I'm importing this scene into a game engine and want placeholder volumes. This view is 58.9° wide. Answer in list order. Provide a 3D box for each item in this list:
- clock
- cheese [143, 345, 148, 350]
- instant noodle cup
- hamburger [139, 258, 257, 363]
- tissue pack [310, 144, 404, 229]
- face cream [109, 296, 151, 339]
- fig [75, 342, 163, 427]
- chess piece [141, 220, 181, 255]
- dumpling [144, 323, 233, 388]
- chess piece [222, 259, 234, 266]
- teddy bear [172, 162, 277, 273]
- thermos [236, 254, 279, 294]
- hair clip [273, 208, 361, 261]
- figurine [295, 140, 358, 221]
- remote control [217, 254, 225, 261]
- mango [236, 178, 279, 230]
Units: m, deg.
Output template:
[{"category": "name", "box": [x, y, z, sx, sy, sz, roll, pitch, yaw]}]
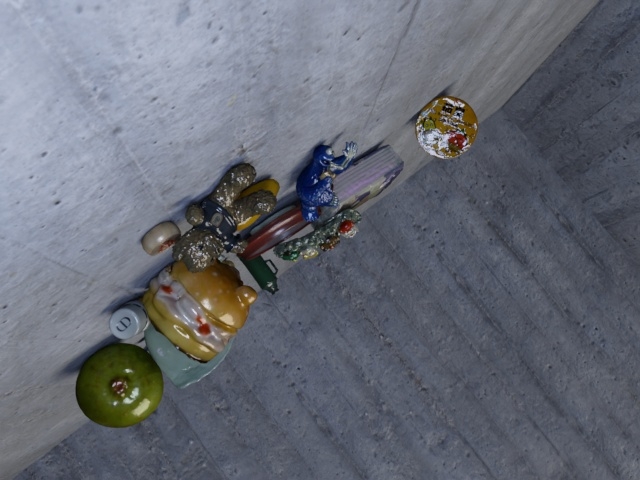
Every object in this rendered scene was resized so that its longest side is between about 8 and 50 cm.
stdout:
[{"category": "clock", "box": [-0.136, -0.044, 1.822, 0.318, 0.080, 0.318, -32, 177, -2]}, {"category": "cheese", "box": [-0.571, 0.338, 2.159, 0.250, 0.064, 0.156, -40, 173, -7]}, {"category": "instant noodle cup", "box": [0.453, -0.408, 2.050, 0.215, 0.216, 0.172, -40, -178, 15]}, {"category": "hamburger", "box": [-0.305, 0.150, 1.481, 0.237, 0.276, 0.276, -47, 173, 3]}, {"category": "tissue pack", "box": [0.109, -0.183, 2.011, 0.343, 0.125, 0.242, -32, 173, -29]}, {"category": "face cream", "box": [-0.494, 0.196, 1.570, 0.143, 0.089, 0.314, -39, -175, 3]}, {"category": "fig", "box": [-0.638, 0.454, 1.794, 0.258, 0.258, 0.326, -35, -170, -24]}, {"category": "chess piece", "box": [-0.330, -0.004, 1.176, 0.083, 0.038, 0.083, -38, 176, -3]}, {"category": "dumpling", "box": [-0.391, 0.279, 1.706, 0.270, 0.321, 0.212, -29, 161, -27]}, {"category": "chess piece", "box": [-0.321, 0.094, 1.862, 0.066, 0.066, 0.122, -39, 180, 5]}, {"category": "teddy bear", "box": [-0.210, -0.043, 1.202, 0.251, 0.182, 0.129, -49, -144, -4]}, {"category": "thermos", "box": [-0.206, 0.103, 1.974, 0.083, 0.188, 0.073, -34, 173, -22]}, {"category": "hair clip", "box": [0.000, 0.002, 1.927, 0.321, 0.091, 0.138, -29, 164, 13]}, {"category": "figurine", "box": [-0.005, -0.172, 1.549, 0.164, 0.120, 0.262, -42, 160, -41]}, {"category": "remote control", "box": [-0.367, 0.096, 1.733, 0.166, 0.029, 0.065, -38, 175, -1]}, {"category": "mango", "box": [-0.165, -0.086, 1.360, 0.190, 0.075, 0.098, -40, -169, -26]}]
